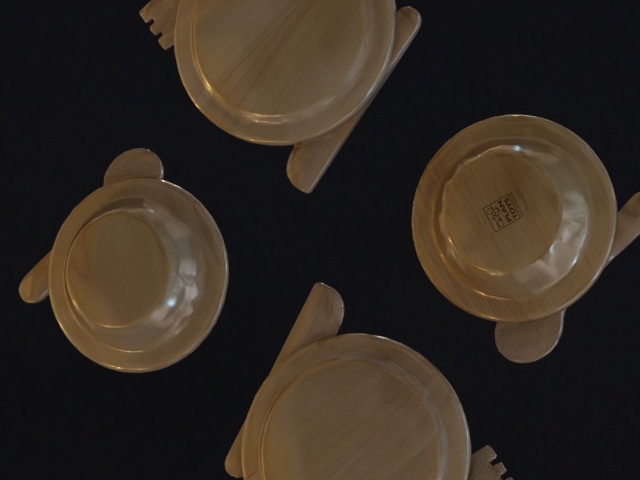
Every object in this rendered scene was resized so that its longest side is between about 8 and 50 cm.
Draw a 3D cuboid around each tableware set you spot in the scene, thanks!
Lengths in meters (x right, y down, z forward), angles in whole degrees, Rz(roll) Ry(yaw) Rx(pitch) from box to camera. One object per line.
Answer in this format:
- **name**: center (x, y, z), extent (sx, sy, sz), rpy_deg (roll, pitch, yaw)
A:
- **tableware set**: center (0.000, 0.000, 0.517), extent (0.168, 0.020, 0.141), rpy_deg (41, -83, 18)
